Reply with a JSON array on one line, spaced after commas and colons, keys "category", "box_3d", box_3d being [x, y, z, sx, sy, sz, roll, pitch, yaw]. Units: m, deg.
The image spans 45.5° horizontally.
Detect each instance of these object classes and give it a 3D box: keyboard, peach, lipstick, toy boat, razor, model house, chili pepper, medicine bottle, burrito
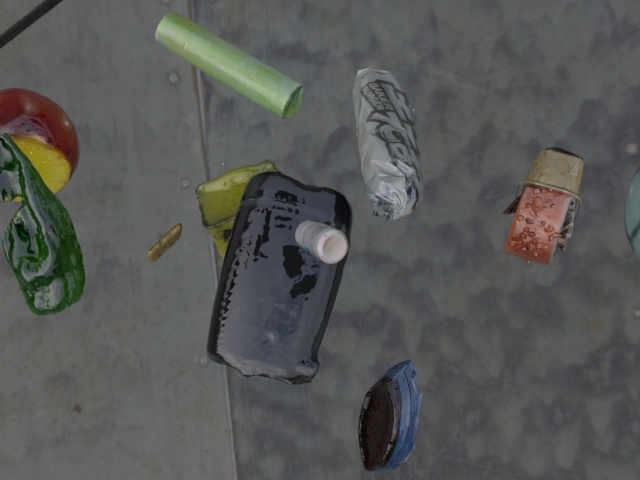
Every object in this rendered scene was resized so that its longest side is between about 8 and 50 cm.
[{"category": "keyboard", "box_3d": [-0.348, -0.340, 1.053, 0.381, 0.103, 0.041, -14, 127, 31]}, {"category": "peach", "box_3d": [-0.678, -0.228, 1.730, 0.249, 0.275, 0.245, -21, 80, -36]}, {"category": "lipstick", "box_3d": [-0.169, -0.330, 1.434, 0.304, 0.076, 0.076, 33, 91, 10]}, {"category": "toy boat", "box_3d": [0.167, 0.396, 1.701, 0.142, 0.129, 0.309, -15, 124, -42]}, {"category": "razor", "box_3d": [-0.066, 0.064, 1.293, 0.204, 0.113, 0.349, 14, 78, -6]}, {"category": "model house", "box_3d": [-0.150, -0.028, 1.697, 0.193, 0.175, 0.234, -21, 136, -4]}, {"category": "chili pepper", "box_3d": [-0.387, -0.018, 1.023, 0.099, 0.083, 0.253, -19, 106, 1]}, {"category": "medicine bottle", "box_3d": [0.000, 0.000, 1.138, 0.052, 0.089, 0.052, -8, 107, -26]}, {"category": "burrito", "box_3d": [0.123, -0.161, 1.360, 0.101, 0.445, 0.139, -31, 125, 23]}]

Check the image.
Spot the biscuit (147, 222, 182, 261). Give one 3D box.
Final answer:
[{"category": "biscuit", "box_3d": [-0.293, 0.005, 1.440, 0.018, 0.081, 0.083, 44, 72, 1]}]

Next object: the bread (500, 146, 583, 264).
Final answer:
[{"category": "bread", "box_3d": [0.429, -0.062, 1.483, 0.142, 0.224, 0.212, 22, 85, 17]}]

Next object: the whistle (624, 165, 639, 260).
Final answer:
[{"category": "whistle", "box_3d": [0.320, -0.013, 0.624, 0.290, 0.163, 0.163, -30, 102, -47]}]
